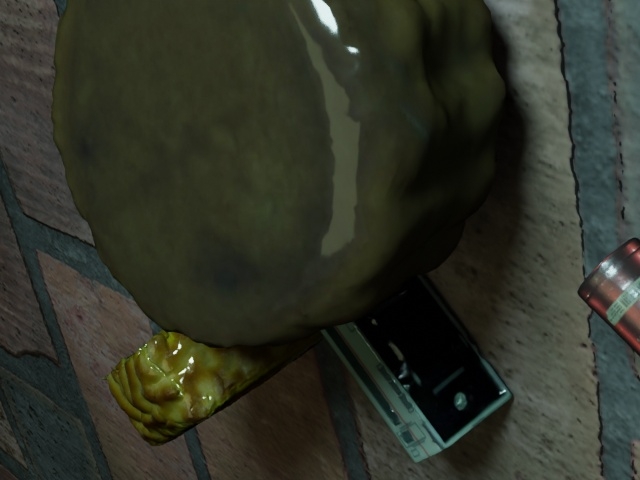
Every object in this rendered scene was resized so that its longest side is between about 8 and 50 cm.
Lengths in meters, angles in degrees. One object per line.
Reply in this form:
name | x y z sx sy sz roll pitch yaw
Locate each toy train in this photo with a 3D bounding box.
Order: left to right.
toy train | 0.000 0.000 0.997 0.407 0.086 0.088 55 153 7

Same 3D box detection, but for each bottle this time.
bottle | 0.245 0.074 0.752 0.164 0.060 0.060 47 146 16

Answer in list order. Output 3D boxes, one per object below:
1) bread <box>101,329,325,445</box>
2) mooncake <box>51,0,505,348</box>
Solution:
bread | -0.088 0.099 1.067 0.096 0.222 0.181 55 144 2
mooncake | -0.030 -0.091 0.803 0.324 0.187 0.324 14 112 37
